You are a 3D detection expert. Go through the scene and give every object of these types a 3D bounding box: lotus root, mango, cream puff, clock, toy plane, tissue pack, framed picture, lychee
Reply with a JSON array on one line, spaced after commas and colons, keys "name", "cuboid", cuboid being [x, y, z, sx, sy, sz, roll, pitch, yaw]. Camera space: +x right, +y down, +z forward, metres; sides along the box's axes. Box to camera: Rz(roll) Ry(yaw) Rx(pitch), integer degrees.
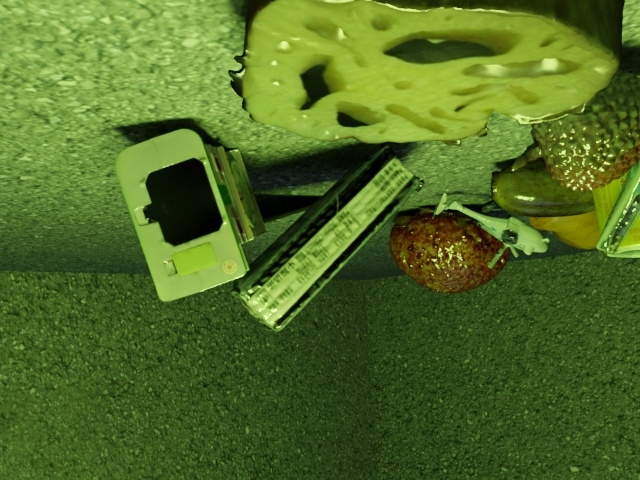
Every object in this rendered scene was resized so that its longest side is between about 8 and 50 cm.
[{"name": "lotus root", "cuboid": [0.084, -0.189, 0.701, 0.390, 0.111, 0.375, -5, 171, 39]}, {"name": "mango", "cuboid": [0.626, -0.064, 1.669, 0.187, 0.144, 0.359, -31, 153, 31]}, {"name": "cream puff", "cuboid": [0.355, 0.032, 1.951, 0.350, 0.229, 0.350, -1, 177, 0]}, {"name": "lotus root", "cuboid": [0.458, -0.105, 1.405, 0.241, 0.123, 0.124, -6, 163, 1]}, {"name": "clock", "cuboid": [-0.193, -0.051, 1.176, 0.166, 0.235, 0.309, -18, -177, 3]}, {"name": "toy plane", "cuboid": [0.420, -0.047, 1.688, 0.182, 0.273, 0.107, -48, -179, -24]}, {"name": "tissue pack", "cuboid": [0.000, 0.000, 1.261, 0.361, 0.122, 0.259, -46, -177, -11]}, {"name": "framed picture", "cuboid": [-0.141, -0.045, 1.730, 0.255, 0.014, 0.338, -18, -177, -37]}, {"name": "lychee", "cuboid": [0.330, -0.143, 0.900, 0.197, 0.165, 0.165, -22, 168, 12]}]

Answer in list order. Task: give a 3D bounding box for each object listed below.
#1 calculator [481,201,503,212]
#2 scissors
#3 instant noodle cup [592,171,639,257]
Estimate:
[{"name": "calculator", "cuboid": [0.573, -0.098, 1.844, 0.274, 0.028, 0.166, -2, 172, -11]}, {"name": "scissors", "cuboid": [0.432, -0.097, 0.926, 0.041, 0.289, 0.138, 13, -144, 1]}, {"name": "instant noodle cup", "cuboid": [0.491, -0.098, 1.054, 0.215, 0.236, 0.215, -1, 173, 0]}]
